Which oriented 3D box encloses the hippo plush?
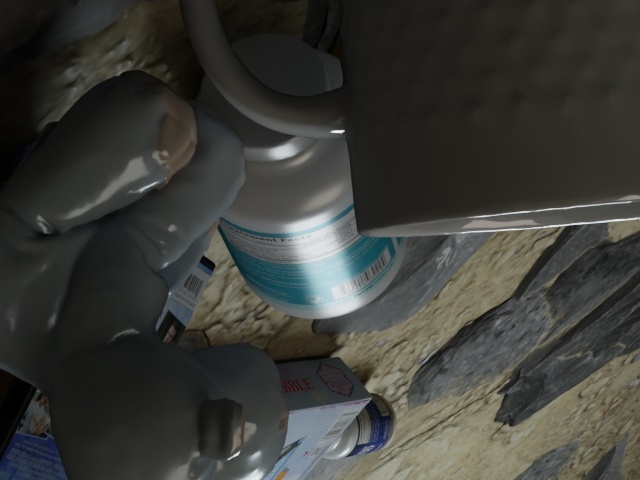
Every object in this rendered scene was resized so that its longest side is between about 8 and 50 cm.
[{"bbox_3d":[-0.114,0.050,1.088,0.234,0.236,0.294,-47,157,19],"label":"hippo plush"}]

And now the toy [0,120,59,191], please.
[{"bbox_3d":[-0.208,-0.016,1.206,0.137,0.056,0.237,-10,143,-53],"label":"toy"}]

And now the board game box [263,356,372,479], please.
[{"bbox_3d":[-0.143,0.255,1.737,0.318,0.066,0.319,0,135,-55],"label":"board game box"}]

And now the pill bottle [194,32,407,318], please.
[{"bbox_3d":[-0.018,-0.051,1.307,0.146,0.146,0.264,-37,155,-8],"label":"pill bottle"}]

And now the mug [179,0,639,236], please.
[{"bbox_3d":[0.097,-0.173,1.079,0.374,0.328,0.276,-5,177,0],"label":"mug"}]

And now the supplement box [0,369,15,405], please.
[{"bbox_3d":[-0.259,0.146,1.379,0.080,0.078,0.233,-46,156,4],"label":"supplement box"}]

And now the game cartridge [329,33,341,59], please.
[{"bbox_3d":[0.165,-0.232,1.391,0.323,0.053,0.285,-14,145,-39],"label":"game cartridge"}]

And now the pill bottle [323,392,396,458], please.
[{"bbox_3d":[0.025,0.203,1.886,0.120,0.067,0.067,0,134,-54],"label":"pill bottle"}]

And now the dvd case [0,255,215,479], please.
[{"bbox_3d":[-0.178,0.103,1.365,0.253,0.022,0.180,-64,154,-7],"label":"dvd case"}]
